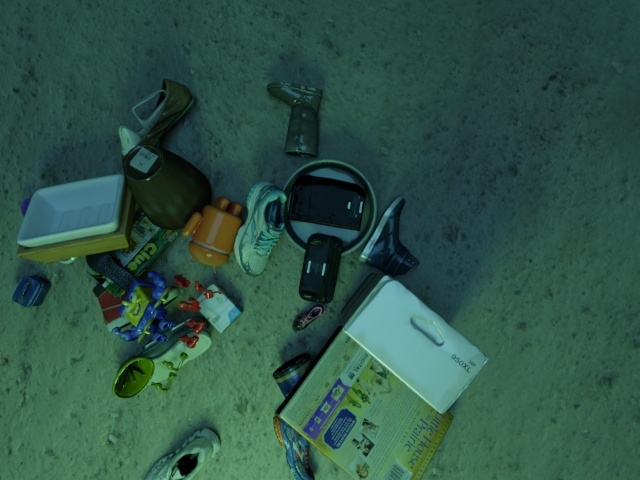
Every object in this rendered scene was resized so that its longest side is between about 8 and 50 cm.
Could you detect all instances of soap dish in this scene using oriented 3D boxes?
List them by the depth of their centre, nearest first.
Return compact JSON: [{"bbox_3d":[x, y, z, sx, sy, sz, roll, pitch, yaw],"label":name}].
[{"bbox_3d":[-0.672,-0.060,1.230,0.291,0.118,0.229,-11,52,-1],"label":"soap dish"}]

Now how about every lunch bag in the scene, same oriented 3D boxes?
[{"bbox_3d":[-0.882,0.152,1.326,0.067,0.065,0.098,25,89,3],"label":"lunch bag"}]

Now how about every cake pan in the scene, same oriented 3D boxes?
[{"bbox_3d":[0.021,-0.094,1.294,0.293,0.054,0.293,0,92,5],"label":"cake pan"}]

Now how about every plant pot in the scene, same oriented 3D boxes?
[{"bbox_3d":[-0.448,-0.169,1.221,0.215,0.230,0.215,-1,72,4],"label":"plant pot"}]

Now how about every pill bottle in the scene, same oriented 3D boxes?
[{"bbox_3d":[-0.034,0.446,1.244,0.123,0.123,0.219,-30,86,0],"label":"pill bottle"}]

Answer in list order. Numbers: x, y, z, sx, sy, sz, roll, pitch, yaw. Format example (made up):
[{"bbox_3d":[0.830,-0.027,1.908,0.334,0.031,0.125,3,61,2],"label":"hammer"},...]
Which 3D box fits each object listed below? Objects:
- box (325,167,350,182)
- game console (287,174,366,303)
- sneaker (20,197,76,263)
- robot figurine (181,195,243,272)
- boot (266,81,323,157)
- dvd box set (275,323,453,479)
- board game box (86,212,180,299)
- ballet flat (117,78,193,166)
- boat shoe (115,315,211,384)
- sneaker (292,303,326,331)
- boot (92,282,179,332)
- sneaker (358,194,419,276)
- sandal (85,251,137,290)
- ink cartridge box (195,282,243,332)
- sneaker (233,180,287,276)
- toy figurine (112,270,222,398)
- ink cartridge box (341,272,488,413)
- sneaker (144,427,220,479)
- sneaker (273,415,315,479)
[{"bbox_3d":[0.051,-0.190,1.329,0.067,0.018,0.083,25,88,4],"label":"box"},{"bbox_3d":[0.000,0.000,1.253,0.213,0.044,0.361,10,93,6],"label":"game console"},{"bbox_3d":[-0.836,-0.035,1.316,0.095,0.104,0.236,-38,85,1],"label":"sneaker"},{"bbox_3d":[-0.310,-0.020,1.281,0.128,0.158,0.219,21,88,21],"label":"robot figurine"},{"bbox_3d":[-0.086,-0.367,1.327,0.189,0.076,0.208,10,94,5],"label":"boot"},{"bbox_3d":[0.131,0.479,1.189,0.420,0.062,0.307,41,68,-4],"label":"dvd box set"},{"bbox_3d":[-0.557,0.034,1.299,0.136,0.030,0.260,35,76,14],"label":"board game box"},{"bbox_3d":[-0.521,-0.340,1.302,0.342,0.124,0.116,-55,42,-2],"label":"ballet flat"},{"bbox_3d":[-0.468,0.333,1.300,0.319,0.116,0.099,-31,43,7],"label":"boat shoe"},{"bbox_3d":[-0.037,0.229,1.290,0.119,0.057,0.047,-39,88,1],"label":"sneaker"},{"bbox_3d":[-0.560,0.148,1.305,0.244,0.088,0.176,-25,84,4],"label":"boot"},{"bbox_3d":[0.234,-0.004,1.272,0.163,0.086,0.226,29,95,11],"label":"sneaker"},{"bbox_3d":[-0.603,0.081,1.254,0.179,0.040,0.067,40,83,2],"label":"sandal"},{"bbox_3d":[-0.306,0.201,1.305,0.088,0.052,0.122,-45,87,-1],"label":"ink cartridge box"},{"bbox_3d":[-0.166,-0.025,1.245,0.122,0.110,0.283,22,106,45],"label":"sneaker"},{"bbox_3d":[-0.464,0.216,1.189,0.217,0.191,0.362,35,101,34],"label":"toy figurine"},{"bbox_3d":[0.207,0.230,1.110,0.285,0.395,0.166,39,89,4],"label":"ink cartridge box"},{"bbox_3d":[-0.424,0.674,1.252,0.110,0.118,0.292,44,91,2],"label":"sneaker"},{"bbox_3d":[-0.062,0.603,1.260,0.087,0.083,0.221,-23,89,-5],"label":"sneaker"}]
